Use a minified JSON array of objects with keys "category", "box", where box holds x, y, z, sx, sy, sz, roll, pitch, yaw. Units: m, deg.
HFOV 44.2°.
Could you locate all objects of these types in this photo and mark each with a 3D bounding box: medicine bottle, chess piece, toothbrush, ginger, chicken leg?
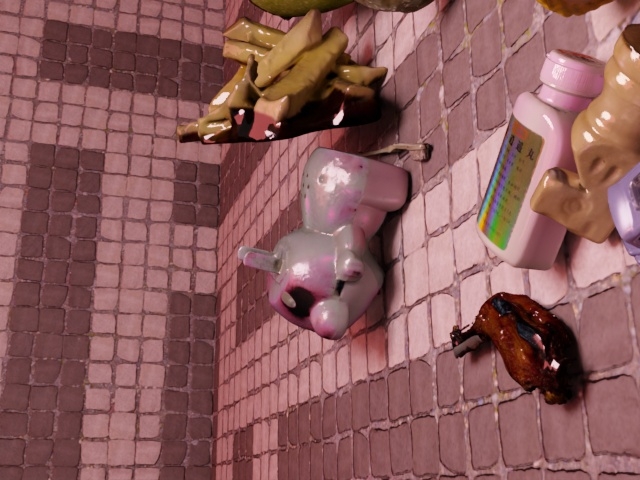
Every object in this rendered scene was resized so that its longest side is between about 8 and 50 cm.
[{"category":"medicine bottle","box":[0.233,-0.086,0.825,0.115,0.078,0.219,-110,30,-60]},{"category":"chess piece","box":[0.266,-0.085,0.710,0.090,0.090,0.200,-103,23,-45]},{"category":"toothbrush","box":[0.115,-0.149,1.309,0.294,0.026,0.028,-158,59,-71]},{"category":"ginger","box":[-0.081,-0.298,1.391,0.413,0.359,0.211,-153,50,-66]},{"category":"chicken leg","box":[0.211,0.111,0.894,0.253,0.051,0.105,-168,78,-75]}]

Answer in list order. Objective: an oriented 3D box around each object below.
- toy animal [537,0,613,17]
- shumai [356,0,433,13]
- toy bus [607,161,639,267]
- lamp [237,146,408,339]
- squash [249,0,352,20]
[{"category":"toy animal","box":[0.256,-0.322,0.711,0.229,0.156,0.156,114,154,-43]},{"category":"shumai","box":[0.106,-0.451,1.066,0.204,0.272,0.222,-9,57,62]},{"category":"toy bus","box":[0.291,-0.041,0.634,0.167,0.076,0.073,120,151,-53]},{"category":"lamp","box":[0.000,0.000,1.288,0.247,0.248,0.300,-148,72,-68]},{"category":"squash","box":[0.029,-0.524,1.371,0.309,0.311,0.310,34,118,51]}]
